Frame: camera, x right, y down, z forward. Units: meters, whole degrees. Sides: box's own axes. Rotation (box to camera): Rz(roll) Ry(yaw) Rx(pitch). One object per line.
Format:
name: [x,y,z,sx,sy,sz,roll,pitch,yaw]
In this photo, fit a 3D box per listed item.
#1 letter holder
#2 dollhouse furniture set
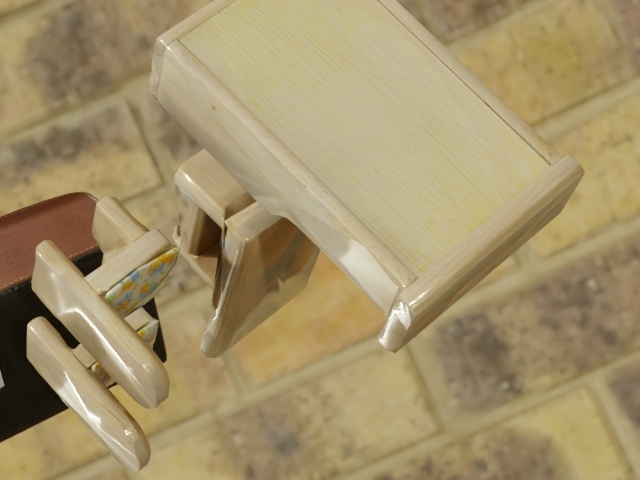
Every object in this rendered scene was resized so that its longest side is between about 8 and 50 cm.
letter holder: [-0.334,0.071,1.583,0.302,0.152,0.214,-25,36,-24]
dollhouse furniture set: [0.000,0.000,1.292,0.362,0.256,0.394,-38,-15,-26]
